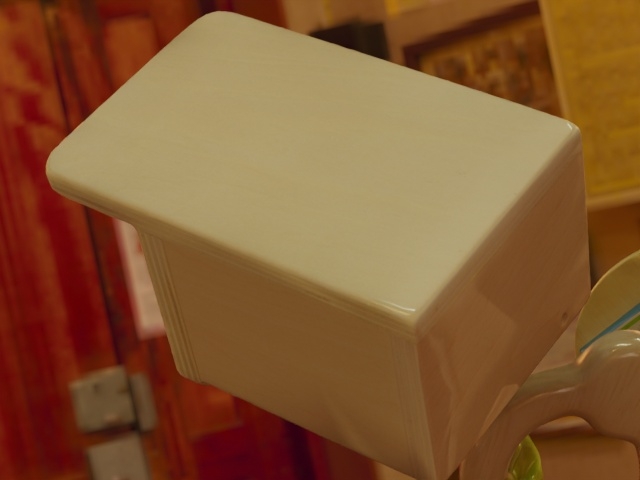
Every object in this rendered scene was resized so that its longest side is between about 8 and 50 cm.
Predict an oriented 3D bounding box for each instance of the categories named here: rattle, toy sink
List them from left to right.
[{"bbox_3d":[0.000,0.000,0.930,0.234,0.131,0.153,21,51,30],"label":"toy sink"},{"bbox_3d":[0.162,0.091,1.009,0.199,0.130,0.143,-57,-7,12],"label":"rattle"}]

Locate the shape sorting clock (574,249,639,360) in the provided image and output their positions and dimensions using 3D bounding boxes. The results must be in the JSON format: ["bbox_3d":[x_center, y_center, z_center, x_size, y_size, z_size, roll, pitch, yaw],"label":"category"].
[{"bbox_3d":[0.297,0.084,1.367,0.206,0.206,0.040,-11,29,25],"label":"shape sorting clock"}]
